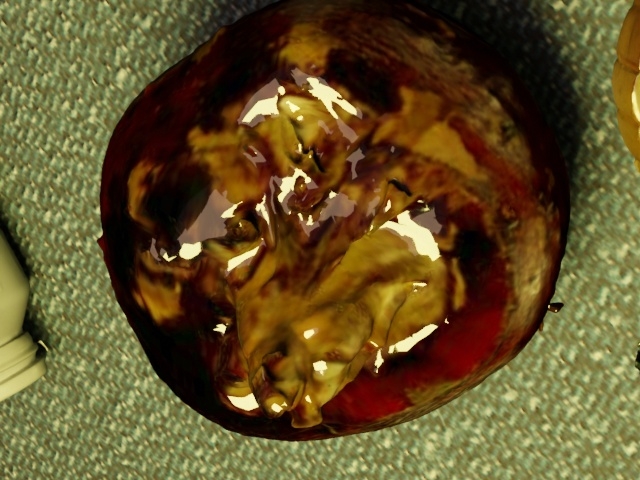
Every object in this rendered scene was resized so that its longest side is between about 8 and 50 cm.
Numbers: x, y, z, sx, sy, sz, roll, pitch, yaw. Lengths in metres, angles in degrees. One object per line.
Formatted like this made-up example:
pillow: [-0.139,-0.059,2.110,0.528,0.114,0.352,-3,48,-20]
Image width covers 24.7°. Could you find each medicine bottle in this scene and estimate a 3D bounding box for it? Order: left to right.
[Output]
medicine bottle: [-0.332,0.043,1.293,0.135,0.135,0.215,-22,98,33]

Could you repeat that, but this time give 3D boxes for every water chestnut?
water chestnut: [0.000,0.000,0.988,0.335,0.347,0.335,7,115,15]

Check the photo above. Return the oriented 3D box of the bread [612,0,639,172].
bread: [0.294,-0.097,0.894,0.236,0.070,0.236,-1,105,-3]

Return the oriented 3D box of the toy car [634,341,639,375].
toy car: [0.329,0.097,1.011,0.216,0.063,0.103,21,118,13]
